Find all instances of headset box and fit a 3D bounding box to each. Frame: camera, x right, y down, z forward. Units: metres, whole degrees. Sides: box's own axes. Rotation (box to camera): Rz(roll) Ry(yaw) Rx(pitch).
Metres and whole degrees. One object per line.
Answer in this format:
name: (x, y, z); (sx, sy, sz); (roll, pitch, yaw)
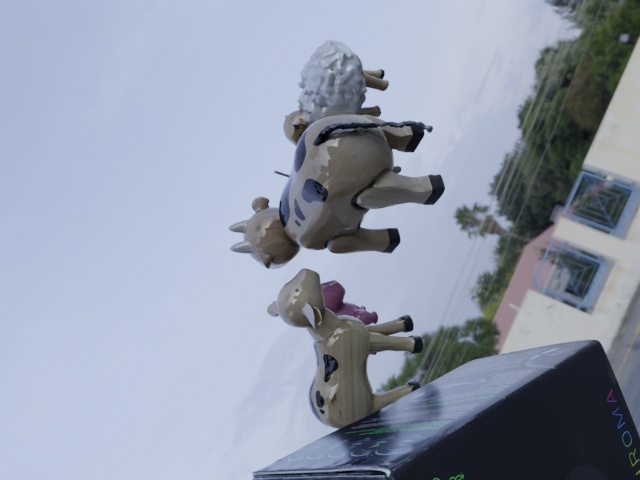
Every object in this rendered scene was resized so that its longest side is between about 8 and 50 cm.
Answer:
headset box: (0.115, 0.226, 0.389); (0.283, 0.247, 0.131); (-9, -12, -43)

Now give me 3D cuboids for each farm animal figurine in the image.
farm animal figurine: (0.000, 0.000, 0.615); (0.172, 0.330, 0.327); (-1, -47, -22)
